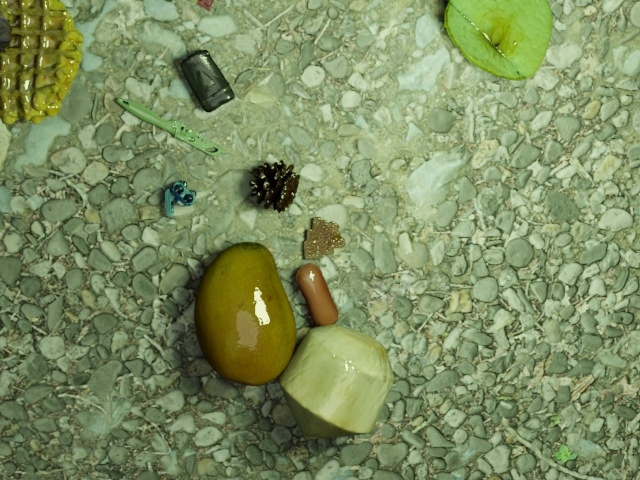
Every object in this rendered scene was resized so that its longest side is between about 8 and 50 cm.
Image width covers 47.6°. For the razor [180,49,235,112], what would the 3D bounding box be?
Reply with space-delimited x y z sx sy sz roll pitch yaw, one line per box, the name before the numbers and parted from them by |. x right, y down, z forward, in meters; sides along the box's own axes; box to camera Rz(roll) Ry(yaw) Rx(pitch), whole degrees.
razor | -0.286 -0.402 1.823 0.090 0.054 0.148 -30 105 0

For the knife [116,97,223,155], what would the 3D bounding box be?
knife | -0.383 -0.293 1.856 0.293 0.020 0.043 29 97 -14

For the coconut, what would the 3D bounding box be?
coconut | 0.033 0.393 1.944 0.329 0.329 0.329 -2 104 -7

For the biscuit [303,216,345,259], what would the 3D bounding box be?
biscuit | 0.000 0.000 1.978 0.119 0.019 0.130 43 94 -15

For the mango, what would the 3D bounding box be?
mango | -0.198 0.193 1.903 0.264 0.221 0.378 -4 94 -2

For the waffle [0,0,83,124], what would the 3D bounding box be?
waffle | -0.708 -0.441 1.711 0.261 0.151 0.324 23 103 -17

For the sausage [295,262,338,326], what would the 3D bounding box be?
sausage | -0.010 0.151 1.987 0.077 0.077 0.194 -23 105 -1

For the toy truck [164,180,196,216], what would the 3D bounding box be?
toy truck | -0.373 -0.106 1.889 0.090 0.056 0.073 -41 101 17

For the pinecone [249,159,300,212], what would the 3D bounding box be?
pinecone | -0.120 -0.144 1.873 0.121 0.140 0.140 17 102 17

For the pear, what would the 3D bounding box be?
pear | 0.459 -0.566 1.848 0.288 0.139 0.239 41 81 -10

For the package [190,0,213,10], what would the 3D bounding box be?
package | -0.282 -0.614 1.786 0.059 0.029 0.083 22 110 -20
